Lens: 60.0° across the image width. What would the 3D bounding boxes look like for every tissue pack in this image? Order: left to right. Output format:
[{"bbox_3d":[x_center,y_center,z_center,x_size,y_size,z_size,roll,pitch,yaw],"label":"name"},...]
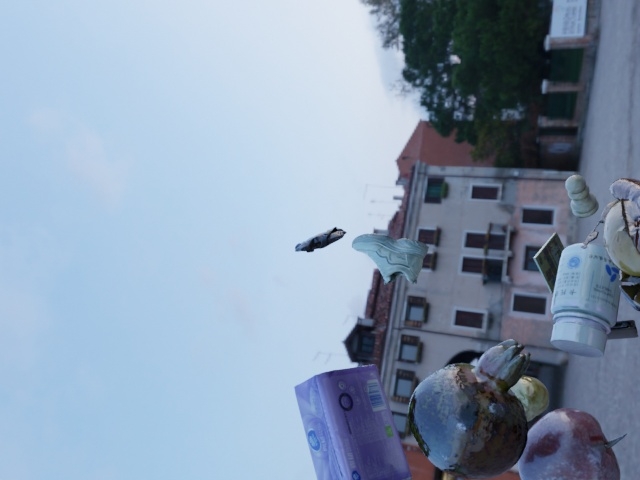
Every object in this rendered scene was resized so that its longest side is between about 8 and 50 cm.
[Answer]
[{"bbox_3d":[0.085,0.536,1.537,0.242,0.160,0.338,4,-120,-40],"label":"tissue pack"}]

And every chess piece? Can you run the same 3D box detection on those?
[{"bbox_3d":[0.941,-0.167,2.008,0.170,0.094,0.094,46,-130,-39],"label":"chess piece"}]

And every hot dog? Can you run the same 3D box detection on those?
[{"bbox_3d":[0.587,-0.029,1.016,0.326,0.194,0.107,-89,-25,-56],"label":"hot dog"}]

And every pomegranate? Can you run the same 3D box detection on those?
[{"bbox_3d":[0.374,0.381,1.299,0.340,0.285,0.285,-63,-16,17],"label":"pomegranate"}]

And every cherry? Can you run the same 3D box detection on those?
[{"bbox_3d":[0.648,0.550,1.423,0.236,0.286,0.213,57,-160,6],"label":"cherry"}]

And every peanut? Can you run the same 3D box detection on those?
[{"bbox_3d":[0.600,0.516,1.777,0.319,0.148,0.147,133,154,-64],"label":"peanut"}]

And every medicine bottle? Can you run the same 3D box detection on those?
[{"bbox_3d":[0.739,0.166,1.547,0.292,0.170,0.170,-71,-25,-19],"label":"medicine bottle"}]

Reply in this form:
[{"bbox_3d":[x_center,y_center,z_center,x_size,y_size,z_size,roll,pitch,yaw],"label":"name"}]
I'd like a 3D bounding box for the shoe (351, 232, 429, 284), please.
[{"bbox_3d":[0.289,0.088,2.434,0.132,0.342,0.210,33,-112,-68],"label":"shoe"}]

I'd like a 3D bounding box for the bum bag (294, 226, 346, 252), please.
[{"bbox_3d":[0.000,0.001,1.255,0.058,0.125,0.034,-110,-3,-78],"label":"bum bag"}]

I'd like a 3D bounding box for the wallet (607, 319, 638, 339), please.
[{"bbox_3d":[0.816,0.270,1.628,0.110,0.198,0.031,38,-132,-50],"label":"wallet"}]

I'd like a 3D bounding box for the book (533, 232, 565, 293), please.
[{"bbox_3d":[0.903,0.085,2.147,0.192,0.013,0.167,-39,-74,-33],"label":"book"}]
